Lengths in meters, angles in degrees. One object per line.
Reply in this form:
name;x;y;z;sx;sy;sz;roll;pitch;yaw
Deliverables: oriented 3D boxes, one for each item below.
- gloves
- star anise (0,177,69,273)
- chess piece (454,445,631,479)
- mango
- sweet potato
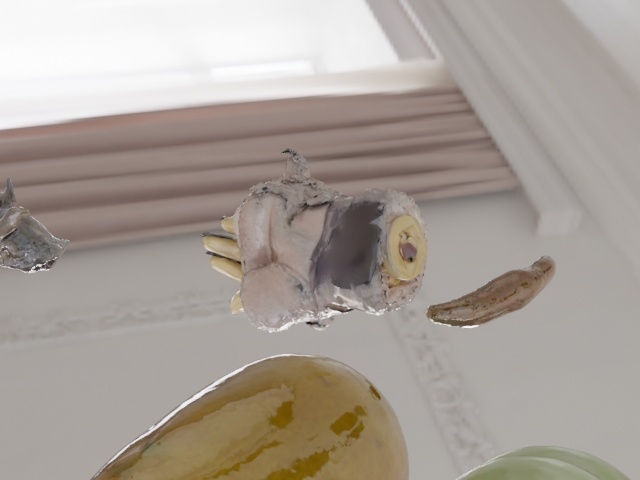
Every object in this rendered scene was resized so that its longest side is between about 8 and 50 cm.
gloves;0.002;0.008;0.711;0.144;0.094;0.110;24;-82;43
star anise;-0.252;0.019;0.883;0.227;0.148;0.218;-120;-138;-55
chess piece;0.083;0.181;0.563;0.251;0.145;0.144;13;65;-63
mango;-0.082;0.280;1.166;0.232;0.446;0.300;23;-67;33
sweet potato;0.264;0.073;1.597;0.078;0.255;0.058;-2;-72;56
